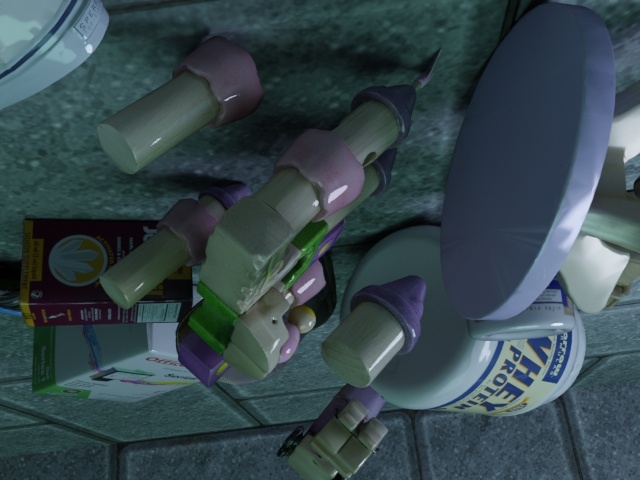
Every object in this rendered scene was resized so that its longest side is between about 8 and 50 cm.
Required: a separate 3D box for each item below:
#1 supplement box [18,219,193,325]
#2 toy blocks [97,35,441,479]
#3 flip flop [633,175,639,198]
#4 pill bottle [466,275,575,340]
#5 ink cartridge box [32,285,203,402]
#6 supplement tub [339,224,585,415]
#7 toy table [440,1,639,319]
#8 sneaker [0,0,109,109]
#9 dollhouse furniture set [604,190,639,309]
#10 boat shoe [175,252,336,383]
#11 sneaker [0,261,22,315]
[{"bbox_3d":[-0.248,0.038,0.819,0.188,0.104,0.081,0,155,-16],"label":"supplement box"},{"bbox_3d":[0.000,0.000,0.623,0.260,0.309,0.289,-43,168,-34],"label":"toy blocks"},{"bbox_3d":[0.410,-0.130,0.653,0.112,0.080,0.277,8,138,-21],"label":"flip flop"},{"bbox_3d":[0.206,0.010,0.755,0.111,0.187,0.112,-3,166,-1],"label":"pill bottle"},{"bbox_3d":[-0.281,0.164,1.089,0.278,0.117,0.201,-22,153,31],"label":"ink cartridge box"},{"bbox_3d":[0.211,0.124,0.977,0.235,0.236,0.324,-25,151,36],"label":"supplement tub"},{"bbox_3d":[0.222,-0.049,0.594,0.160,0.252,0.274,3,135,-17],"label":"toy table"},{"bbox_3d":[-0.263,-0.125,0.477,0.258,0.094,0.091,-23,134,24],"label":"sneaker"},{"bbox_3d":[0.356,0.000,0.956,0.160,0.101,0.182,17,159,9],"label":"dollhouse furniture set"},{"bbox_3d":[-0.086,0.089,0.859,0.116,0.123,0.324,1,-172,23],"label":"boat shoe"},{"bbox_3d":[-0.435,0.048,0.863,0.188,0.067,0.078,6,133,-24],"label":"sneaker"}]
